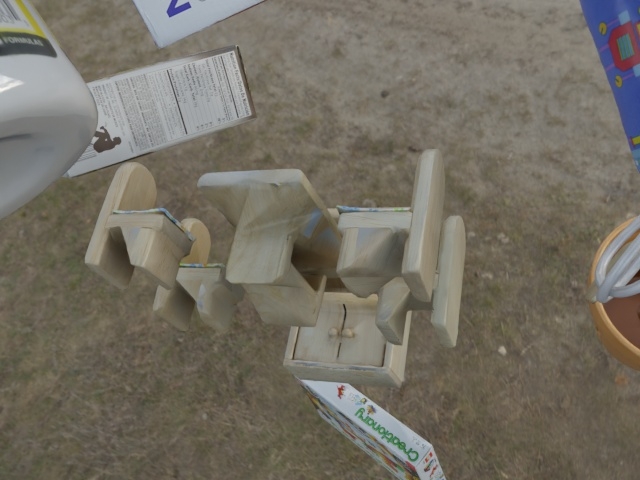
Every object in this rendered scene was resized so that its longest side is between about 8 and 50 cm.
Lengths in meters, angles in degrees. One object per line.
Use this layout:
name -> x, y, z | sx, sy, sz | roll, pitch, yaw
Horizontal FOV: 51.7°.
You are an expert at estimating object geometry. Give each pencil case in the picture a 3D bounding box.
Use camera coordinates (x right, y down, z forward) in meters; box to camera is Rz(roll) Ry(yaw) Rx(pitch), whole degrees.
pencil case -> 0.322, -0.184, 0.605 | 0.133, 0.119, 0.306 | -16, 88, -32

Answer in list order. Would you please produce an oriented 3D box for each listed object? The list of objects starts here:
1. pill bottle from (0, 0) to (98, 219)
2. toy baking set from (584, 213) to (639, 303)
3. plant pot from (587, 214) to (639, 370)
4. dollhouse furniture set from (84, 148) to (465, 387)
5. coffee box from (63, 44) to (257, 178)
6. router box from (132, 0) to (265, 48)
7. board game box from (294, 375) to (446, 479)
pill bottle -> -0.309, -0.168, 0.415 | 0.188, 0.188, 0.334 | -34, 88, -4
toy baking set -> 0.215, -0.057, 0.332 | 0.030, 0.256, 0.197 | 40, 71, 8
plant pot -> 0.618, 0.118, 1.185 | 0.291, 0.203, 0.290 | -4, 65, 8
dollhouse furniture set -> 0.000, 0.000, 0.831 | 0.362, 0.394, 0.256 | 0, 62, 22
coffee box -> -0.269, -0.197, 0.994 | 0.297, 0.118, 0.168 | -25, 20, -28
router box -> -0.033, -0.324, 0.355 | 0.301, 0.335, 0.082 | -26, 32, 0
board game box -> 0.094, 0.357, 1.249 | 0.305, 0.193, 0.053 | 29, 66, 38
